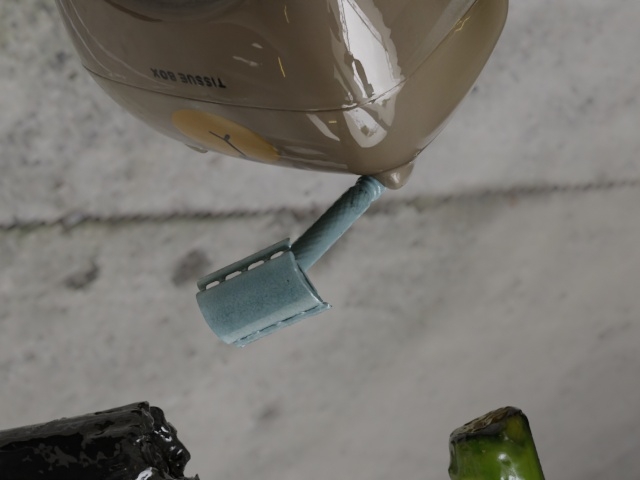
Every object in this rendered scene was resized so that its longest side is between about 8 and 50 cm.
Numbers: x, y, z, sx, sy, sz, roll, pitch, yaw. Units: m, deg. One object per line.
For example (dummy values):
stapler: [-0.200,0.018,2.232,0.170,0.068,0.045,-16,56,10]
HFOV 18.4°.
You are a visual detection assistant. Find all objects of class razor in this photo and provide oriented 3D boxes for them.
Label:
razor: [0.000,0.000,1.634,0.106,0.068,0.232,-24,-168,37]

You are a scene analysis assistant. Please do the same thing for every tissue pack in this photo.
tissue pack: [-0.033,-0.210,1.728,0.267,0.387,0.277,-53,135,-27]

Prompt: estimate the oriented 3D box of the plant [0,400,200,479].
plant: [-0.221,0.224,1.553,0.256,0.164,0.142,-25,161,7]

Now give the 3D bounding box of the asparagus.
asparagus: [0.156,0.253,1.409,0.060,0.277,0.067,-13,-172,30]
